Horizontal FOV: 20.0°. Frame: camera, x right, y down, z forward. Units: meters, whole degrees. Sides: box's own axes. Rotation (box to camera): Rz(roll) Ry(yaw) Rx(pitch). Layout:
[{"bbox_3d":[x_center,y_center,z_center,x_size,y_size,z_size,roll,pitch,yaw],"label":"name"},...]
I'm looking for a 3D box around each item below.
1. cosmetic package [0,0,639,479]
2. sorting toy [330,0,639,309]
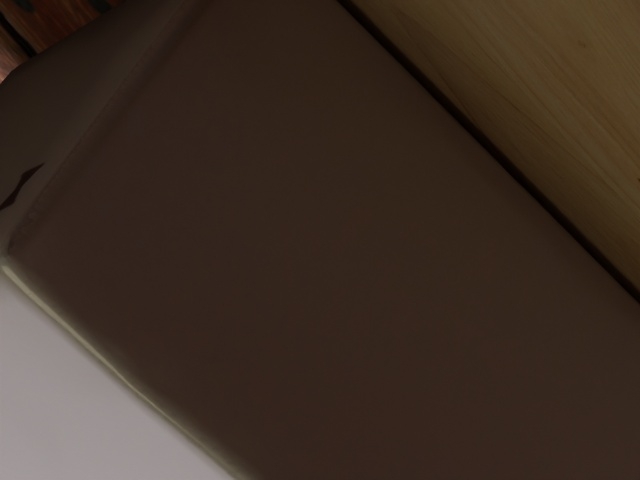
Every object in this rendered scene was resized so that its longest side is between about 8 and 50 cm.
[{"bbox_3d":[0.039,0.111,0.732,0.453,0.161,0.230,43,153,-18],"label":"cosmetic package"},{"bbox_3d":[0.105,-0.046,0.669,0.257,0.089,0.255,44,158,-20],"label":"sorting toy"}]
